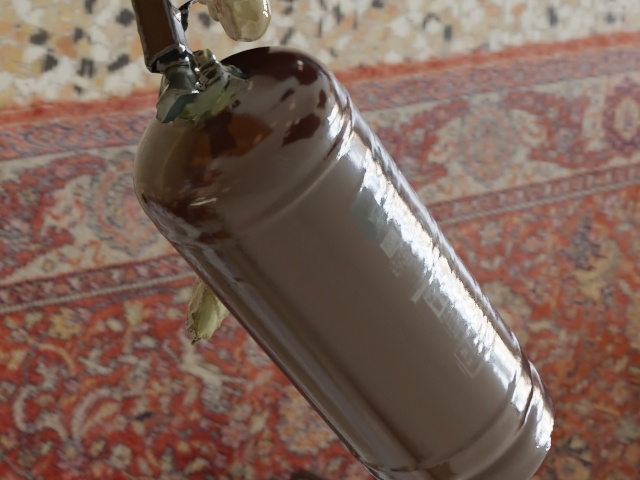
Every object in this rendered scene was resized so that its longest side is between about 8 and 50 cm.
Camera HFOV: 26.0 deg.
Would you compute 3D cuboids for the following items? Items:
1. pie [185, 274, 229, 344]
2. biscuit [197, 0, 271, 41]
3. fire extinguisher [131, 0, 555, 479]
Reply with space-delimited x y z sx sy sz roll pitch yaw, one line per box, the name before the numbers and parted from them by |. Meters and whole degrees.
pie | -0.089 -0.005 1.608 0.068 0.128 0.282 26 89 -6
biscuit | -0.132 -0.283 0.911 0.044 0.325 0.217 -29 136 -14
fire extinguisher | 0.000 0.000 0.715 0.114 0.135 0.337 -28 126 14
